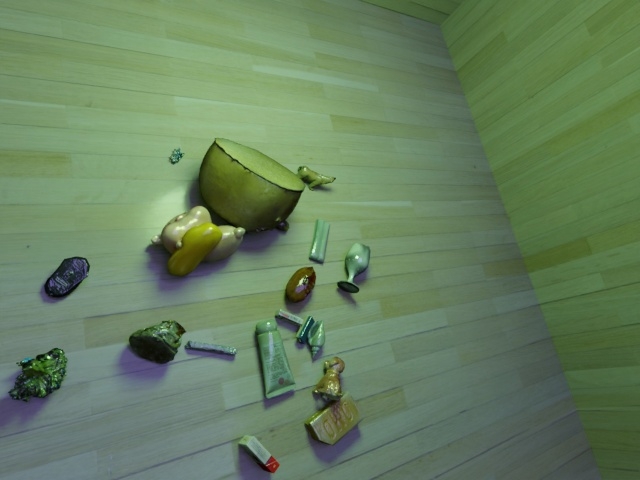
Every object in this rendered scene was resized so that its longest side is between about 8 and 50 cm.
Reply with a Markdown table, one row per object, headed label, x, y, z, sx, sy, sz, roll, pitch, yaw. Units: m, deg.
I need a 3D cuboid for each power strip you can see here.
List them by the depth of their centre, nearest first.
| label | x | y | z | sx | sy | sz | roll | pitch | yaw |
| --- | --- | --- | --- | --- | --- | --- | --- | --- | --- |
| power strip | -0.068 | 0.401 | 1.888 | 0.123 | 0.032 | 0.056 | -60 | 144 | -33 |

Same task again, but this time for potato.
| label | x | y | z | sx | sy | sz | roll | pitch | yaw |
| --- | --- | --- | --- | --- | --- | --- | --- | --- | --- |
| potato | -0.328 | -0.218 | 1.854 | 0.442 | 0.319 | 0.385 | 33 | 17 | -6 |

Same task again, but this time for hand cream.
| label | x | y | z | sx | sy | sz | roll | pitch | yaw |
| --- | --- | --- | --- | --- | --- | --- | --- | --- | --- |
| hand cream | -0.194 | 0.485 | 1.757 | 0.147 | 0.093 | 0.306 | -7 | 76 | -38 |

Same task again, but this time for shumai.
| label | x | y | z | sx | sy | sz | roll | pitch | yaw |
| --- | --- | --- | --- | --- | --- | --- | --- | --- | --- |
| shumai | -0.596 | 0.346 | 1.550 | 0.184 | 0.184 | 0.142 | 30 | 34 | -18 |

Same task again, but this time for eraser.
| label | x | y | z | sx | sy | sz | roll | pitch | yaw |
| --- | --- | --- | --- | --- | --- | --- | --- | --- | --- |
| eraser | -0.139 | 0.345 | 1.870 | 0.122 | 0.052 | 0.029 | 28 | 60 | -20 |

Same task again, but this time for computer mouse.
| label | x | y | z | sx | sy | sz | roll | pitch | yaw |
| --- | --- | --- | --- | --- | --- | --- | --- | --- | --- |
| computer mouse | -0.900 | 0.130 | 1.498 | 0.099 | 0.057 | 0.172 | 42 | 67 | -12 |

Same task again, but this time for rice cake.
| label | x | y | z | sx | sy | sz | roll | pitch | yaw |
| --- | --- | --- | --- | --- | --- | --- | --- | --- | --- |
| rice cake | -0.431 | 0.428 | 1.671 | 0.207 | 0.033 | 0.033 | 16 | 61 | -25 |
| rice cake | -0.001 | -0.001 | 2.101 | 0.080 | 0.042 | 0.222 | 22 | 60 | -21 |

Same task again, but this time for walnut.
| label | x | y | z | sx | sy | sz | roll | pitch | yaw |
| --- | --- | --- | --- | --- | --- | --- | --- | --- | --- |
| walnut | -0.085 | 0.197 | 1.928 | 0.116 | 0.116 | 0.207 | 41 | 55 | -11 |

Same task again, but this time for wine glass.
| label | x | y | z | sx | sy | sz | roll | pitch | yaw |
| --- | --- | --- | --- | --- | --- | --- | --- | --- | --- |
| wine glass | 0.172 | 0.136 | 2.099 | 0.126 | 0.126 | 0.241 | 32 | 60 | -17 |

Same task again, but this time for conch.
| label | x | y | z | sx | sy | sz | roll | pitch | yaw |
| --- | --- | --- | --- | --- | --- | --- | --- | --- | --- |
| conch | -0.024 | 0.442 | 1.894 | 0.088 | 0.065 | 0.180 | 16 | 68 | -15 |

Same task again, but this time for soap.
| label | x | y | z | sx | sy | sz | roll | pitch | yaw |
| --- | --- | --- | --- | --- | --- | --- | --- | --- | --- |
| soap | 0.060 | 0.774 | 1.804 | 0.232 | 0.073 | 0.140 | -26 | 81 | -35 |

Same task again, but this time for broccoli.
| label | x | y | z | sx | sy | sz | roll | pitch | yaw |
| --- | --- | --- | --- | --- | --- | --- | --- | --- | --- |
| broccoli | -0.891 | 0.417 | 1.325 | 0.167 | 0.160 | 0.154 | -18 | 53 | -24 |

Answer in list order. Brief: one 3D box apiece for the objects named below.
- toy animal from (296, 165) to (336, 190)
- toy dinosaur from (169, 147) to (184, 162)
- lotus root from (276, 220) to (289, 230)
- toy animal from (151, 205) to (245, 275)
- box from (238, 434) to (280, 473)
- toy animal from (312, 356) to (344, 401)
| label | x | y | z | sx | sy | sz | roll | pitch | yaw |
| --- | --- | --- | --- | --- | --- | --- | --- | --- | --- |
| toy animal | -0.035 | -0.329 | 2.175 | 0.218 | 0.101 | 0.103 | 24 | 59 | -21 |
| toy dinosaur | -0.641 | -0.381 | 1.873 | 0.047 | 0.030 | 0.083 | 35 | 56 | -17 |
| lotus root | -0.194 | -0.080 | 2.011 | 0.099 | 0.049 | 0.054 | 27 | 61 | -13 |
| toy animal | -0.490 | -0.038 | 1.696 | 0.345 | 0.277 | 0.247 | -24 | 71 | -33 |
| box | -0.234 | 0.810 | 1.595 | 0.152 | 0.100 | 0.048 | 51 | 57 | -4 |
| toy animal | 0.072 | 0.592 | 1.819 | 0.104 | 0.184 | 0.185 | 44 | 55 | -17 |
